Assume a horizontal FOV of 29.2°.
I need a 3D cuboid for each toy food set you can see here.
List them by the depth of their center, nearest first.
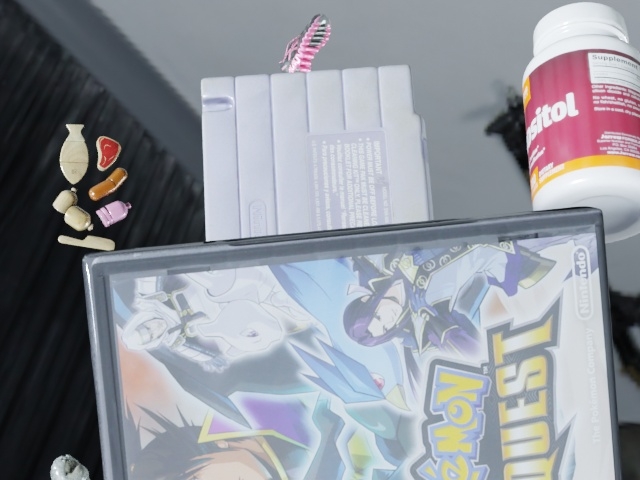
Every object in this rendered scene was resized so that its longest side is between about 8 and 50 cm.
[{"bbox_3d":[-0.228,-0.052,1.239,0.078,0.122,0.019,10,170,-15],"label":"toy food set"}]

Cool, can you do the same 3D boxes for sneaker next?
[{"bbox_3d":[-0.029,-0.300,1.886,0.047,0.057,0.119,9,120,-43],"label":"sneaker"}]

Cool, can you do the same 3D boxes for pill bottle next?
[{"bbox_3d":[0.181,-0.081,0.828,0.086,0.152,0.086,1,150,0],"label":"pill bottle"}]

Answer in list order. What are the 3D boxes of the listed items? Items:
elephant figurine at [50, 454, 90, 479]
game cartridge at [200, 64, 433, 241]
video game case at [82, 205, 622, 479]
[{"bbox_3d":[-0.272,0.385,1.508,0.239,0.186,0.169,28,161,-24],"label":"elephant figurine"},{"bbox_3d":[0.000,0.000,1.230,0.230,0.355,0.068,-2,163,-3],"label":"game cartridge"},{"bbox_3d":[0.024,0.131,0.593,0.248,0.275,0.035,-5,-176,-8],"label":"video game case"}]
